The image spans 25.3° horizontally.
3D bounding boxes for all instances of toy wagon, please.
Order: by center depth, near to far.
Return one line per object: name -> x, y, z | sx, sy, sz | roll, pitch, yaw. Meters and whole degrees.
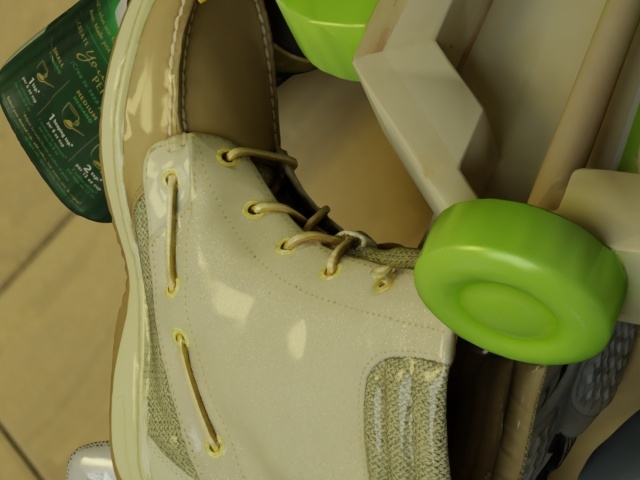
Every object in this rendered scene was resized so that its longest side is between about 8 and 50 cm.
toy wagon -> 0.117, -0.080, 0.432 | 0.344, 0.267, 0.068 | 8, 147, 29

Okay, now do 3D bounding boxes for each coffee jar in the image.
coffee jar -> -0.056, -0.090, 0.629 | 0.184, 0.079, 0.096 | -34, 87, 36

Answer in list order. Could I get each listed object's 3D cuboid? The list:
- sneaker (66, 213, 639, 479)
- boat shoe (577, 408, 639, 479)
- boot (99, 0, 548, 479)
sneaker -> 0.005, 0.079, 0.621 | 0.210, 0.137, 0.366 | 21, 115, 25
boat shoe -> 0.270, 0.063, 0.472 | 0.367, 0.136, 0.156 | -31, 94, 26
boot -> 0.000, 0.000, 0.501 | 0.165, 0.077, 0.213 | 1, 90, 42
